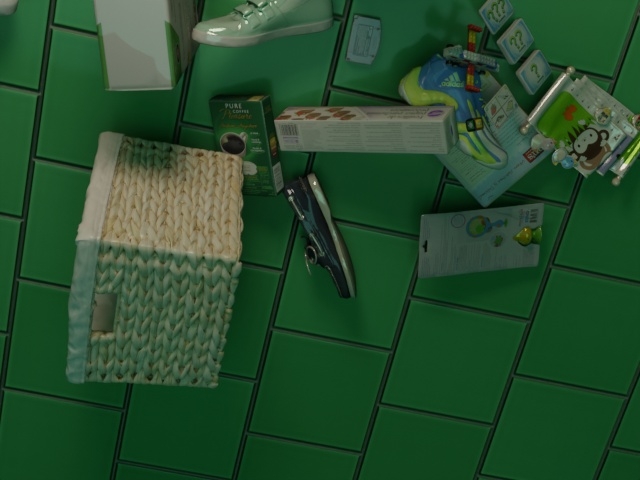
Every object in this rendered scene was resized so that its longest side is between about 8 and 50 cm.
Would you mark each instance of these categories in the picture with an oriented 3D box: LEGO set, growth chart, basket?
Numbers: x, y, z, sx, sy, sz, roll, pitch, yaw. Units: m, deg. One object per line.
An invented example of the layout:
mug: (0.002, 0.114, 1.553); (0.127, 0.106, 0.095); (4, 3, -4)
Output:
LEGO set: (0.302, -0.294, 1.811); (0.244, 0.060, 0.182); (-48, 113, -30)
growth chart: (0.485, -0.199, 1.930); (0.237, 0.021, 0.172); (28, 94, -17)
basket: (-0.285, 0.037, 1.856); (0.266, 0.331, 0.328); (7, 127, -10)

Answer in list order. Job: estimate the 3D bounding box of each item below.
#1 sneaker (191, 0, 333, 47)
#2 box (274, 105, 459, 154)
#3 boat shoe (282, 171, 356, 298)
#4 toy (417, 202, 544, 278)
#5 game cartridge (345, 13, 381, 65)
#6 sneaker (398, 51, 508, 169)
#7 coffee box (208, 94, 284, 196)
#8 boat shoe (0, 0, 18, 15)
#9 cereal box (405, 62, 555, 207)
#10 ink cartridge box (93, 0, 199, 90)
sneaker: (-0.102, -0.411, 1.784); (0.255, 0.094, 0.151); (-16, 119, -22)
box: (0.076, -0.192, 1.851); (0.324, 0.063, 0.067); (3, 122, 28)
boat shoe: (0.000, 0.000, 1.990); (0.079, 0.095, 0.255); (-20, 111, 5)
toy: (0.296, -0.008, 2.013); (0.237, 0.056, 0.137); (-4, 119, -7)
game cartridge: (0.078, -0.352, 1.883); (0.056, 0.017, 0.083); (11, 113, -2)
sneaker: (0.256, -0.229, 1.846); (0.240, 0.091, 0.126); (37, 107, -13)
coffee box: (-0.131, -0.170, 1.920); (0.113, 0.040, 0.184); (3, 116, 28)
boat shoe: (-0.651, -0.476, 1.754); (0.335, 0.121, 0.119); (22, 115, -8)
cereal box: (0.284, -0.199, 1.936); (0.173, 0.047, 0.240); (-40, 109, 14)
ink cartridge box: (-0.276, -0.375, 1.724); (0.117, 0.278, 0.201); (-2, 114, 3)
